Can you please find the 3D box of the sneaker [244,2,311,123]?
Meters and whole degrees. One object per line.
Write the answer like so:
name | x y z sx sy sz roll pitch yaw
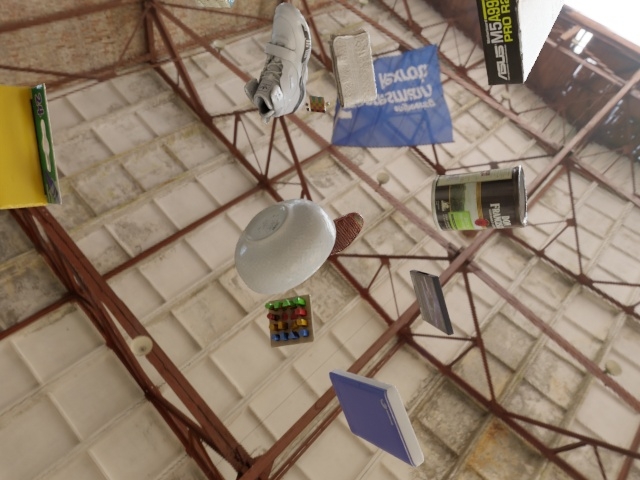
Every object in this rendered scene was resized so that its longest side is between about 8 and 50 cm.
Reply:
sneaker | -0.141 -0.570 1.472 0.137 0.366 0.210 23 -136 21

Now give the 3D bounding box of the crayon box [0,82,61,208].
crayon box | -0.588 -0.164 0.808 0.322 0.203 0.083 6 -167 40

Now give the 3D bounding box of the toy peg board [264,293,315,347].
toy peg board | -0.113 0.268 1.497 0.161 0.079 0.161 -13 -110 19

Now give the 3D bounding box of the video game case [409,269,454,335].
video game case | 0.382 0.207 1.554 0.026 0.274 0.196 -16 -88 -5

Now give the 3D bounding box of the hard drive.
hard drive | 0.143 0.483 1.249 0.040 0.318 0.211 -23 -87 -26

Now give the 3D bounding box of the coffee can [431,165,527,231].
coffee can | 0.538 -0.136 1.506 0.275 0.202 0.202 -3 -136 31

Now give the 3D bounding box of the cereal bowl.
cereal bowl | -0.130 -0.010 1.369 0.338 0.141 0.339 -22 -143 18

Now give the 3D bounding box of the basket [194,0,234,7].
basket | -0.289 -0.836 1.268 0.200 0.255 0.289 11 -102 22

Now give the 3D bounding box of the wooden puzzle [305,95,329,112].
wooden puzzle | -0.009 -0.408 1.334 0.083 0.049 0.006 13 -135 23

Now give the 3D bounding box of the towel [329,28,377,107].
towel | 0.136 -0.692 1.787 0.187 0.283 0.049 -22 -160 -28

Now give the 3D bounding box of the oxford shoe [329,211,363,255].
oxford shoe | 0.000 0.000 1.652 0.348 0.123 0.130 -35 -156 0

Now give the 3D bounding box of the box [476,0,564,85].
box | 0.321 -0.416 0.699 0.060 0.216 0.270 12 -123 37
